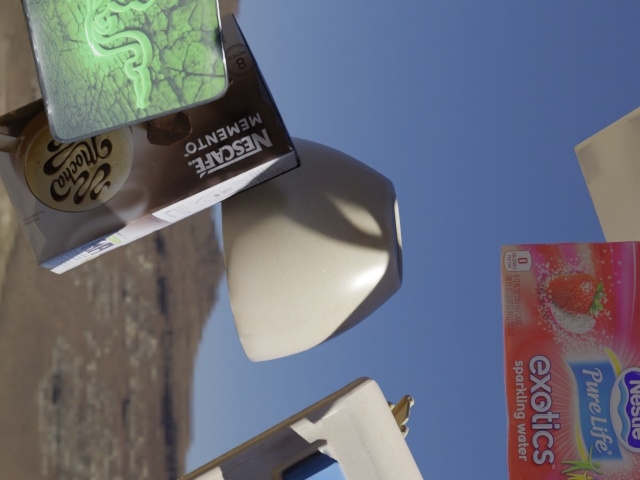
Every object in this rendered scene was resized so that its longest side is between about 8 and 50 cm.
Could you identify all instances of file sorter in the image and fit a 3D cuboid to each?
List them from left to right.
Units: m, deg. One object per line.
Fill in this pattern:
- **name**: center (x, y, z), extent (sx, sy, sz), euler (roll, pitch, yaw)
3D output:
- **file sorter**: center (0.423, -0.012, 1.446), extent (0.193, 0.173, 0.277), euler (139, -66, -76)

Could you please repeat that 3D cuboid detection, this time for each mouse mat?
- **mouse mat**: center (-0.148, -0.168, 1.044), extent (0.007, 0.153, 0.189), euler (-127, -155, -47)

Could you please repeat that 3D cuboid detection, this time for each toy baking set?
- **toy baking set**: center (0.041, 0.314, 1.820), extent (0.256, 0.030, 0.197), euler (-54, -176, 8)

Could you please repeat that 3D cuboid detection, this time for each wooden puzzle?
- **wooden puzzle**: center (-0.017, 0.346, 1.298), extent (0.322, 0.348, 0.080), euler (65, -20, -8)

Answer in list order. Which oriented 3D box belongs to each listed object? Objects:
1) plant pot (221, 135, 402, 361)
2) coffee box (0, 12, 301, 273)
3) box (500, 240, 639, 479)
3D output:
- **plant pot**: center (0.000, 0.000, 1.672), extent (0.284, 0.191, 0.284), euler (-5, 90, -82)
- **coffee box**: center (-0.189, -0.101, 1.474), extent (0.119, 0.297, 0.168), euler (74, -7, -84)
- **box**: center (0.244, 0.158, 1.239), extent (0.142, 0.154, 0.299), euler (54, 35, -77)
